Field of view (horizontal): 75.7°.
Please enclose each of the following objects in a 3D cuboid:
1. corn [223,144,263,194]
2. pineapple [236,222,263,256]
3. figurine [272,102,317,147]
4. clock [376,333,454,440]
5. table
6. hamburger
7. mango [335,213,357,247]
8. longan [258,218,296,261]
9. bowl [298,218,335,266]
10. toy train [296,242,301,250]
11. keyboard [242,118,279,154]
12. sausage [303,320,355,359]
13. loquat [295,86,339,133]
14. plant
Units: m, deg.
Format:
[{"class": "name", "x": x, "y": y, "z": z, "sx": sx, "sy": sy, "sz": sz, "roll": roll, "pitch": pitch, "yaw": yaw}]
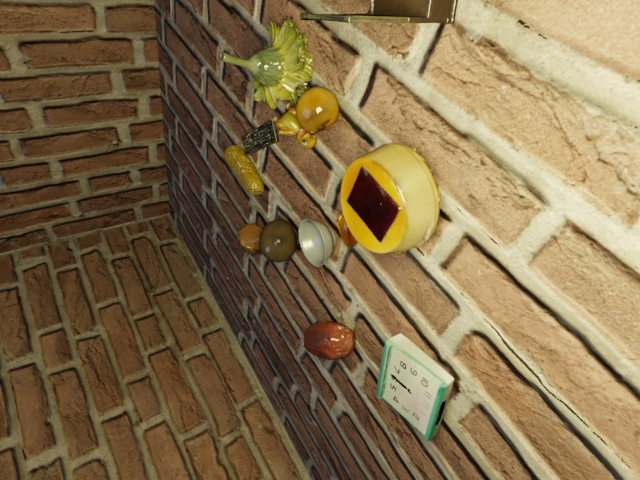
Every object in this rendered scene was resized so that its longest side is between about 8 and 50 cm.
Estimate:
[{"class": "corn", "x": -0.355, "y": -0.330, "z": 1.944, "sx": 0.312, "sy": 0.102, "sz": 0.102, "roll": 55, "pitch": 147, "yaw": 22}, {"class": "pineapple", "x": -0.351, "y": 0.018, "z": 2.095, "sx": 0.157, "sy": 0.158, "sz": 0.278, "roll": 65, "pitch": 162, "yaw": 11}, {"class": "figurine", "x": -0.080, "y": -0.391, "z": 1.477, "sx": 0.176, "sy": 0.121, "sz": 0.122, "roll": 46, "pitch": 177, "yaw": 16}, {"class": "clock", "x": 0.301, "y": 0.449, "z": 1.297, "sx": 0.231, "sy": 0.116, "sz": 0.262, "roll": 33, "pitch": 135, "yaw": 40}, {"class": "table", "x": 0.124, "y": -0.576, "z": 0.828, "sx": 0.196, "sy": 0.282, "sz": 0.250, "roll": 39, "pitch": 137, "yaw": 44}, {"class": "hamburger", "x": 0.186, "y": -0.108, "z": 1.094, "sx": 0.300, "sy": 0.176, "sz": 0.300, "roll": 35, "pitch": 133, "yaw": 48}, {"class": "mango", "x": 0.097, "y": -0.034, "z": 1.398, "sx": 0.077, "sy": 0.063, "sz": 0.127, "roll": 8, "pitch": 118, "yaw": 52}, {"class": "longan", "x": -0.183, "y": 0.002, "z": 1.778, "sx": 0.189, "sy": 0.189, "sz": 0.189, "roll": 35, "pitch": 134, "yaw": 46}, {"class": "bowl", "x": 0.000, "y": 0.000, "z": 1.554, "sx": 0.189, "sy": 0.086, "sz": 0.188, "roll": 35, "pitch": 133, "yaw": 48}, {"class": "toy train", "x": -0.085, "y": 0.016, "z": 1.770, "sx": 0.017, "sy": 0.017, "sz": 0.083, "roll": 56, "pitch": 147, "yaw": 20}, {"class": "keyboard", "x": -0.270, "y": -0.444, "z": 1.809, "sx": 0.317, "sy": 0.027, "sz": 0.106, "roll": -1, "pitch": 105, "yaw": 58}, {"class": "sausage", "x": 0.031, "y": 0.400, "z": 1.666, "sx": 0.280, "sy": 0.152, "sz": 0.151, "roll": -16, "pitch": 93, "yaw": 59}, {"class": "loquat", "x": -0.011, "y": -0.407, "z": 1.292, "sx": 0.141, "sy": 0.141, "sz": 0.141, "roll": 35, "pitch": 134, "yaw": 46}, {"class": "plant", "x": -0.153, "y": -0.578, "z": 1.389, "sx": 0.261, "sy": 0.297, "sz": 0.305, "roll": 32, "pitch": 123, "yaw": 6}]
